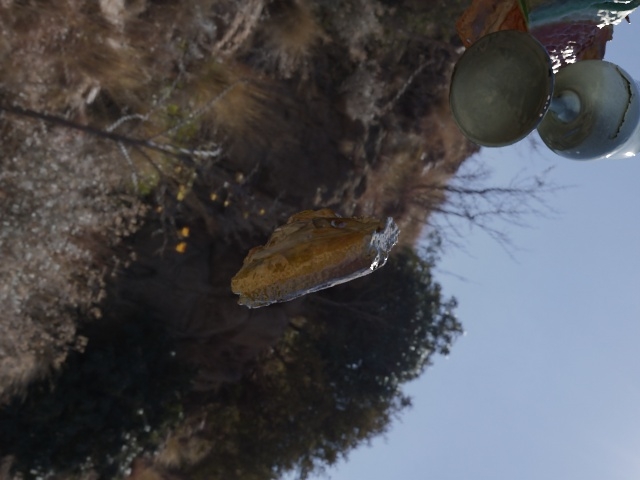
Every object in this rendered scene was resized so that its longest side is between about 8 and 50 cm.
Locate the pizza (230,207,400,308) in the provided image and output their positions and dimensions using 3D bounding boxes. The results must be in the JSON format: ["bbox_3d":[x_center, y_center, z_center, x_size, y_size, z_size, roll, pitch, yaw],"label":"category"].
[{"bbox_3d":[0.000,0.001,0.898,0.297,0.189,0.071,-48,121,-75],"label":"pizza"}]

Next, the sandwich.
[{"bbox_3d":[0.286,-0.309,0.966,0.301,0.250,0.162,-60,178,27],"label":"sandwich"}]

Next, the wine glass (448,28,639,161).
[{"bbox_3d":[0.180,-0.098,0.541,0.079,0.195,0.079,1,-89,43],"label":"wine glass"}]
